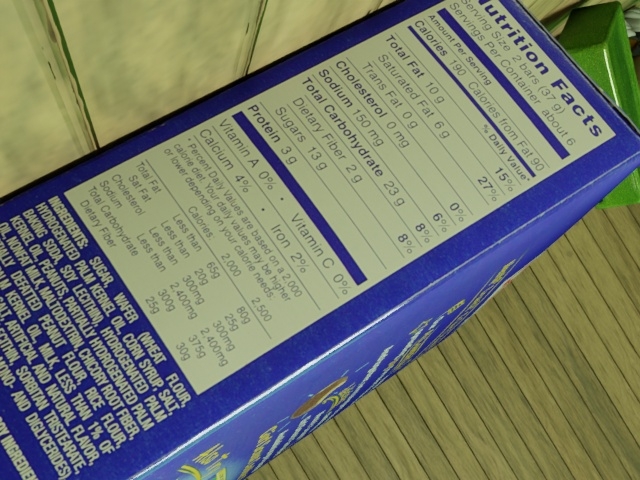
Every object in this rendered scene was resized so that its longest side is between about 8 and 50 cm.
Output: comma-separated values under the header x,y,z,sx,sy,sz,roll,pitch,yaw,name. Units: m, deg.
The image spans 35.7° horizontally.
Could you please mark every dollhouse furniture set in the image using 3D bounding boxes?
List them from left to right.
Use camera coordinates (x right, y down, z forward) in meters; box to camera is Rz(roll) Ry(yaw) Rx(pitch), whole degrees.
x,y,z,sx,sy,sz,roll,pitch,yaw,name
0.212,-0.158,0.953,0.197,0.151,0.301,-8,-151,29,dollhouse furniture set

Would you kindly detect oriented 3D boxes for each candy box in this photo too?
x,y,z,sx,sy,sz,roll,pitch,yaw,name
-0.045,0.043,0.471,0.317,0.122,0.268,-30,166,-21,candy box

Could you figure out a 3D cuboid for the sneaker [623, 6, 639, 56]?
x,y,z,sx,sy,sz,roll,pitch,yaw,name
0.386,-0.202,1.247,0.101,0.153,0.268,-31,179,28,sneaker
